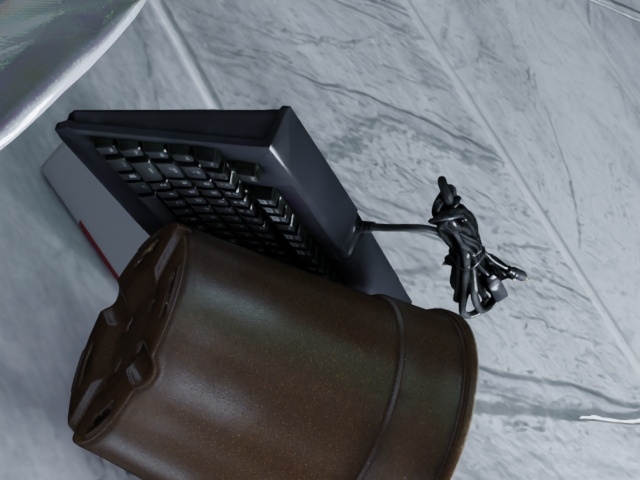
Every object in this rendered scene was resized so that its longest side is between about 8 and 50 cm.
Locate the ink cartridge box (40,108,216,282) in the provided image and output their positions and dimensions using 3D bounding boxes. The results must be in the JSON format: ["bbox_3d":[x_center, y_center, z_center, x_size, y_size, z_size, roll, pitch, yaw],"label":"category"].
[{"bbox_3d":[-0.089,-0.027,1.168,0.099,0.056,0.135,54,27,17],"label":"ink cartridge box"}]

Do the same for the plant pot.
[{"bbox_3d":[-0.032,0.081,0.995,0.165,0.167,0.167,25,31,-20],"label":"plant pot"}]

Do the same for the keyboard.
[{"bbox_3d":[0.000,0.000,1.019,0.317,0.202,0.033,53,40,-67],"label":"keyboard"}]

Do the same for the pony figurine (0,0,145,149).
[{"bbox_3d":[-0.260,-0.025,0.726,0.363,0.303,0.351,41,58,-17],"label":"pony figurine"}]
